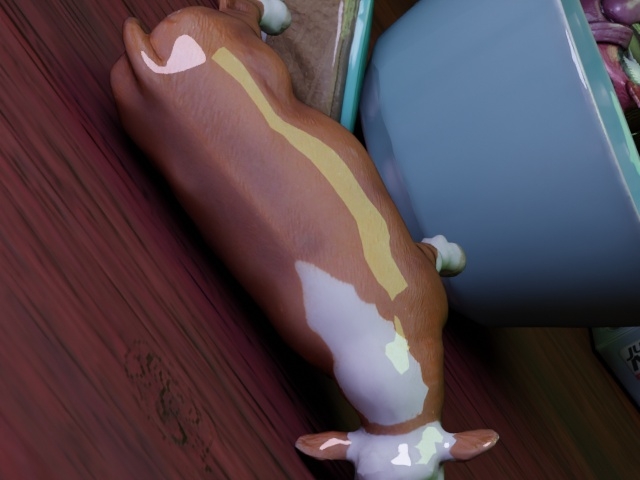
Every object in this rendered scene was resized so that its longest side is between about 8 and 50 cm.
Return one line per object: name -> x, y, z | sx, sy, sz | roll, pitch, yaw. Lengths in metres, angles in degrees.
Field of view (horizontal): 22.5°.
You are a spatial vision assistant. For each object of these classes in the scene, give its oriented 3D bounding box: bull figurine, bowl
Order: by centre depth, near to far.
bull figurine -> 0.000, 0.000, 0.874 | 0.310, 0.101, 0.188 | 58, 16, -10
bowl -> 0.133, -0.062, 1.143 | 0.311, 0.163, 0.311 | -20, 90, -77

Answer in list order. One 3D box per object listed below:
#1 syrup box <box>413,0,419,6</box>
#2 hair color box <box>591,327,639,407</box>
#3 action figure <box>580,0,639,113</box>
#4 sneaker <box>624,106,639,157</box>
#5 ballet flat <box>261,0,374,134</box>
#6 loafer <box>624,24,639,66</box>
syrup box -> 0.187, -0.142, 1.535 | 0.096, 0.093, 0.236 | 22, 41, -60
hair color box -> 0.405, 0.158, 1.607 | 0.374, 0.114, 0.185 | 51, 21, -23
action figure -> 0.263, -0.276, 1.687 | 0.276, 0.248, 0.370 | 37, 27, -46
sneaker -> 0.369, -0.163, 2.019 | 0.123, 0.106, 0.290 | 59, 9, 20
ballet flat -> -0.004, -0.226, 1.104 | 0.116, 0.124, 0.342 | 103, 1, -76
loafer -> 0.350, -0.288, 2.148 | 0.268, 0.102, 0.092 | 42, 26, -19
